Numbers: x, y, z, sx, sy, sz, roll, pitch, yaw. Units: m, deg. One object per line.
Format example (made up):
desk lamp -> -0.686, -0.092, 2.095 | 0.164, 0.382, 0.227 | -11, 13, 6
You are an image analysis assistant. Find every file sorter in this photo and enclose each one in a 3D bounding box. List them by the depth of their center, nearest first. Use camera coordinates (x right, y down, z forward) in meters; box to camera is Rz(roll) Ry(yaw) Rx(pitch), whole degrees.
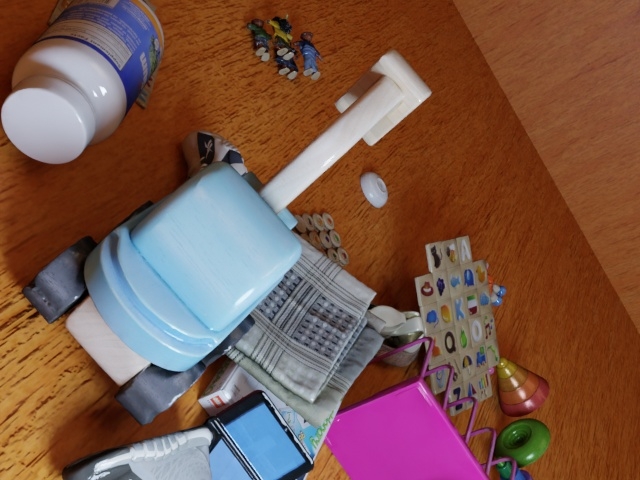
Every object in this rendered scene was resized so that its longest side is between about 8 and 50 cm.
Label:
file sorter -> 0.170, 0.336, 1.549 | 0.291, 0.202, 0.182 | 56, 27, -13

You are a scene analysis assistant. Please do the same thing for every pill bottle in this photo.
pill bottle -> -0.321, -0.222, 1.255 | 0.152, 0.152, 0.272 | 48, 33, -25

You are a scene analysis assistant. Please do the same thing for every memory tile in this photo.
memory tile -> 0.000, 0.000, 1.734 | 0.148, 0.012, 0.113 | -8, 74, -59

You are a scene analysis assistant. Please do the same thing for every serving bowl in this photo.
serving bowl -> 0.121, -0.114, 2.004 | 0.083, 0.027, 0.083 | 37, 38, -37

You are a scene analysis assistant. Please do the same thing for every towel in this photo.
towel -> -0.054, 0.096, 1.424 | 0.324, 0.056, 0.312 | 41, 32, 0

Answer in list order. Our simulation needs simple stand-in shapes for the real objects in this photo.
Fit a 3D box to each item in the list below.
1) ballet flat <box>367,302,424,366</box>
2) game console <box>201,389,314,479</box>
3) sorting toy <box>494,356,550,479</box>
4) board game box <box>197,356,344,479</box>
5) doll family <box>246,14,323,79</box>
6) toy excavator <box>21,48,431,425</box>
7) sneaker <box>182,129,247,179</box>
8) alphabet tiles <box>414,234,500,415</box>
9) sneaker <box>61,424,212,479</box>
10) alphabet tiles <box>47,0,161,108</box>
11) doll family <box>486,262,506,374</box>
ballet flat -> 0.127, 0.166, 1.707 | 0.316, 0.106, 0.108 | 17, 53, -53
game console -> -0.097, 0.298, 1.250 | 0.144, 0.085, 0.124 | 56, 36, -12
sorting toy -> 0.400, 0.374, 1.950 | 0.126, 0.127, 0.365 | 54, 29, -22
board game box -> -0.054, 0.221, 1.425 | 0.193, 0.053, 0.305 | 55, 30, -13
doll family -> -0.068, -0.401, 1.895 | 0.193, 0.076, 0.111 | 34, 36, -49
toy excavator -> -0.079, -0.032, 1.160 | 0.222, 0.445, 0.433 | 50, 30, -3
sneaker -> -0.189, -0.081, 1.409 | 0.153, 0.094, 0.235 | -2, 56, -45
alphabet tiles -> 0.281, 0.166, 1.874 | 0.285, 0.011, 0.343 | -11, 93, -53
sneaker -> -0.198, 0.302, 1.102 | 0.228, 0.086, 0.132 | -1, 74, -56
alphabet tiles -> -0.329, -0.348, 1.490 | 0.198, 0.009, 0.237 | 42, 36, -33
doll family -> 0.307, 0.168, 2.020 | 0.163, 0.118, 0.263 | 38, 55, -47
